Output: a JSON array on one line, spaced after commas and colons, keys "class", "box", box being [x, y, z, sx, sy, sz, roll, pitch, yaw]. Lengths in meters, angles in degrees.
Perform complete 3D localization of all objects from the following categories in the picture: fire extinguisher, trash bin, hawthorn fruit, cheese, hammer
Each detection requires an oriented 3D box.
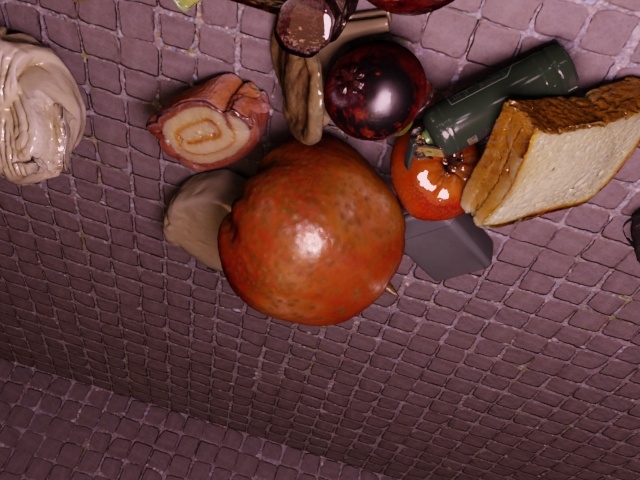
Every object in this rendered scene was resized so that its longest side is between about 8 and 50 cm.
[{"class": "fire extinguisher", "box": [0.278, -0.221, 1.154, 0.311, 0.095, 0.114, -26, 150, 7]}, {"class": "trash bin", "box": [0.262, -0.016, 1.504, 0.177, 0.101, 0.236, -22, 129, 37]}, {"class": "hawthorn fruit", "box": [0.218, -0.122, 1.330, 0.197, 0.196, 0.225, 22, 162, -6]}, {"class": "hawthorn fruit", "box": [0.000, 0.000, 1.367, 0.403, 0.402, 0.402, 11, 141, 9]}, {"class": "cheese", "box": [-0.232, -0.035, 1.658, 0.327, 0.115, 0.318, -1, 138, 24]}, {"class": "hammer", "box": [-0.150, -0.401, 1.062, 0.409, 0.242, 0.095, 12, 127, 3]}]

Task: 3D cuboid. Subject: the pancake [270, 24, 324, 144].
[{"class": "pancake", "box": [-0.045, -0.289, 1.212, 0.042, 0.222, 0.236, -12, 115, -17]}]

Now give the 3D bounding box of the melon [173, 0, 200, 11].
[{"class": "melon", "box": [-0.202, -0.495, 1.134, 0.209, 0.064, 0.118, -26, 124, 38]}]

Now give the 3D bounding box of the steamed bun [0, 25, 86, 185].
[{"class": "steamed bun", "box": [-0.655, -0.273, 1.436, 0.394, 0.237, 0.346, 49, 115, 8]}]

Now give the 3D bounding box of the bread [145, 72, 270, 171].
[{"class": "bread", "box": [-0.211, -0.244, 1.389, 0.244, 0.123, 0.190, -14, 133, 34]}]

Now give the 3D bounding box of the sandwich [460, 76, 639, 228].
[{"class": "sandwich", "box": [0.410, -0.146, 1.176, 0.301, 0.099, 0.271, -15, 151, -24]}]

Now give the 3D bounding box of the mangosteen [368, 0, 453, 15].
[{"class": "mangosteen", "box": [0.118, -0.416, 0.941, 0.236, 0.261, 0.235, 21, 147, 14]}]

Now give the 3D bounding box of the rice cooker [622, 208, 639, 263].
[{"class": "rice cooker", "box": [0.704, 0.006, 1.343, 0.203, 0.118, 0.142, 33, 139, -24]}]

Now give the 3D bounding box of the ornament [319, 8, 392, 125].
[{"class": "ornament", "box": [0.030, -0.314, 1.261, 0.245, 0.061, 0.230, -2, 139, 19]}]

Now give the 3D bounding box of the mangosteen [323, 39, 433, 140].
[{"class": "mangosteen", "box": [0.104, -0.251, 1.158, 0.200, 0.199, 0.199, 11, 141, 9]}]
